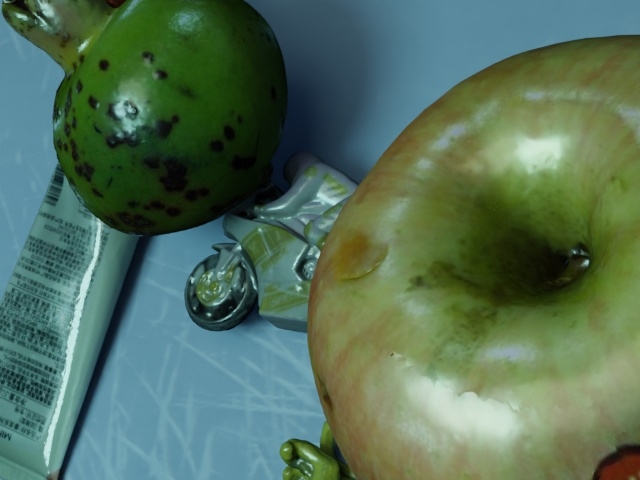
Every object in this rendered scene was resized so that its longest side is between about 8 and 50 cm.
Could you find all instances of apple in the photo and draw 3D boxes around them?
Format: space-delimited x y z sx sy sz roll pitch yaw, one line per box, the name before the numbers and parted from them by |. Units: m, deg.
apple | 0.202 0.059 1.280 0.391 0.346 0.391 -14 59 24

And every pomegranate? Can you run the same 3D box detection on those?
pomegranate | -0.137 -0.118 1.520 0.248 0.202 0.202 38 91 -9

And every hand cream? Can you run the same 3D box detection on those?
hand cream | -0.209 0.036 1.647 0.124 0.078 0.341 20 89 29

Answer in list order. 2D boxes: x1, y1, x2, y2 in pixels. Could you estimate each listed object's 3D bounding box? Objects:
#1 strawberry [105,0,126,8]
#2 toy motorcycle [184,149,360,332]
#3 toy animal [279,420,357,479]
strawberry | -0.179 -0.255 1.664 0.106 0.236 0.175 -7 105 -4
toy motorcycle | 0.000 0.000 1.548 0.225 0.073 0.152 -1 69 25
toy animal | 0.002 0.233 1.475 0.136 0.073 0.181 31 74 22
